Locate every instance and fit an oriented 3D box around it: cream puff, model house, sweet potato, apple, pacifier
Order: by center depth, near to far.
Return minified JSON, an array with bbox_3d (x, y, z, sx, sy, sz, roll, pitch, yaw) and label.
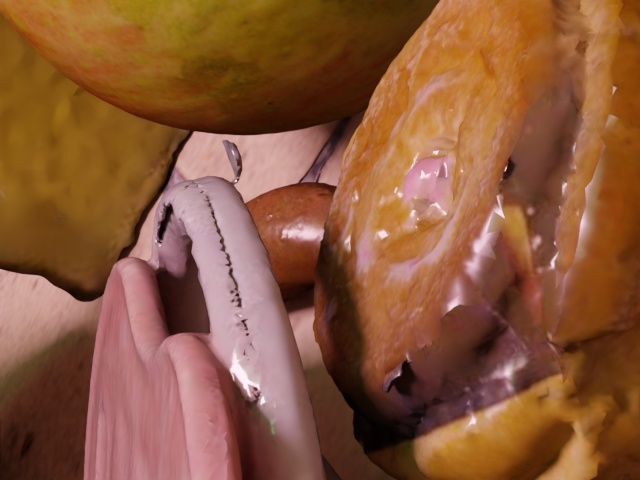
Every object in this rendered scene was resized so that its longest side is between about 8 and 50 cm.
[{"bbox_3d":[0.081,0.004,0.453,0.189,0.129,0.189,-164,90,-71],"label":"cream puff"},{"bbox_3d":[-0.085,0.131,0.497,0.273,0.220,0.332,-34,15,-7],"label":"pacifier"},{"bbox_3d":[-0.027,-0.170,0.599,0.226,0.246,0.246,-9,62,38],"label":"apple"},{"bbox_3d":[0.000,0.000,0.628,0.195,0.056,0.056,-9,63,46],"label":"sweet potato"},{"bbox_3d":[-0.210,-0.091,0.831,0.234,0.193,0.175,23,91,55],"label":"model house"}]
